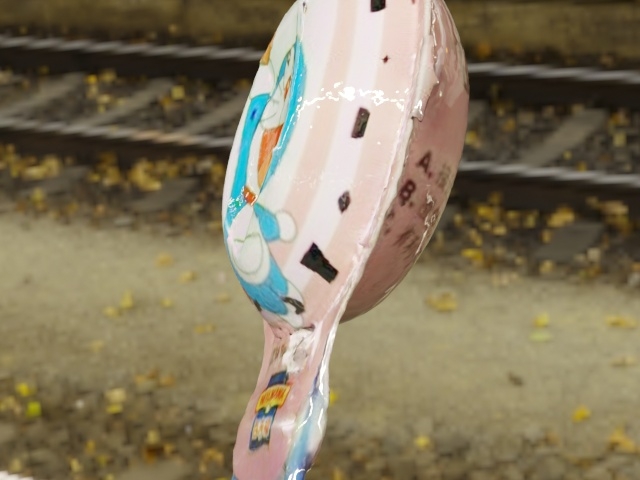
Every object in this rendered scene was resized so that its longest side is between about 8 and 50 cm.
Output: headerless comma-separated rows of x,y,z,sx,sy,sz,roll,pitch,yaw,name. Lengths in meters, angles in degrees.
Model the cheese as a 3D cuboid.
0.000,0.000,0.676,0.074,0.286,0.189,16,-13,-13,cheese
